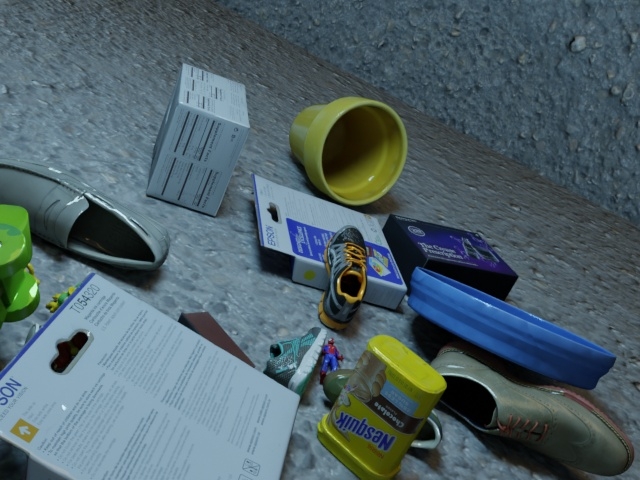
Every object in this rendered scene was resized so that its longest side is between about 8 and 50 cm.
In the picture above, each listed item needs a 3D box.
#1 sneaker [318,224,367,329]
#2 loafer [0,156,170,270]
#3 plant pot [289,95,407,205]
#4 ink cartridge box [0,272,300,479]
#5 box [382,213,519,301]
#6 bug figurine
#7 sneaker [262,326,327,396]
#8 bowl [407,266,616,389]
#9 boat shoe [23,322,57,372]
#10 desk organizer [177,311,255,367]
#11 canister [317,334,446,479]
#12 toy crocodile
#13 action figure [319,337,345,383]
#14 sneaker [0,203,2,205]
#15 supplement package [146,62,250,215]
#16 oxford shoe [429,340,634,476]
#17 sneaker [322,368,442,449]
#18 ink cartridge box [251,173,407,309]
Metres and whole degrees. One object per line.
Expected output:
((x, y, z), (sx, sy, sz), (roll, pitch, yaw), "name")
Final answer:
((0.054, 0.055, 1.410), (0.084, 0.083, 0.215), (18, 52, -15), "sneaker")
((-0.387, -0.041, 1.222), (0.319, 0.112, 0.111), (22, 8, -11), "loafer")
((0.048, -0.237, 1.937), (0.254, 0.254, 0.239), (10, 12, -32), "plant pot")
((-0.196, 0.210, 0.912), (0.330, 0.071, 0.324), (31, 24, -6), "ink cartridge box")
((0.274, 0.048, 1.726), (0.261, 0.103, 0.184), (11, 25, -31), "box")
((-0.395, 0.074, 1.031), (0.279, 0.072, 0.216), (26, 23, 2), "bug figurine")
((-0.039, 0.171, 1.205), (0.076, 0.065, 0.166), (24, 22, 4), "sneaker")
((0.339, 0.160, 1.445), (0.391, 0.077, 0.391), (24, 3, -1), "bowl")
((-0.325, 0.158, 0.908), (0.038, 0.046, 0.125), (12, 58, -32), "boat shoe")
((-0.155, 0.159, 1.129), (0.050, 0.047, 0.130), (1, 34, -49), "desk organizer")
((0.082, 0.229, 1.066), (0.126, 0.170, 0.073), (37, 26, 25), "canister")
((-0.395, 0.089, 0.867), (0.105, 0.115, 0.340), (9, 50, 0), "toy crocodile")
((0.017, 0.191, 1.260), (0.038, 0.030, 0.115), (17, 22, -7), "action figure")
((-0.519, -0.040, 1.165), (0.185, 0.069, 0.084), (35, 9, 20), "sneaker")
((-0.249, -0.210, 1.600), (0.145, 0.204, 0.262), (18, 25, -16), "supplement package")
((0.323, 0.293, 1.262), (0.348, 0.123, 0.130), (24, 26, 21), "oxford shoe")
((0.097, 0.251, 1.150), (0.192, 0.064, 0.086), (25, 8, -9), "sneaker")
((0.000, 0.000, 1.594), (0.307, 0.072, 0.303), (16, 27, -17), "ink cartridge box")
